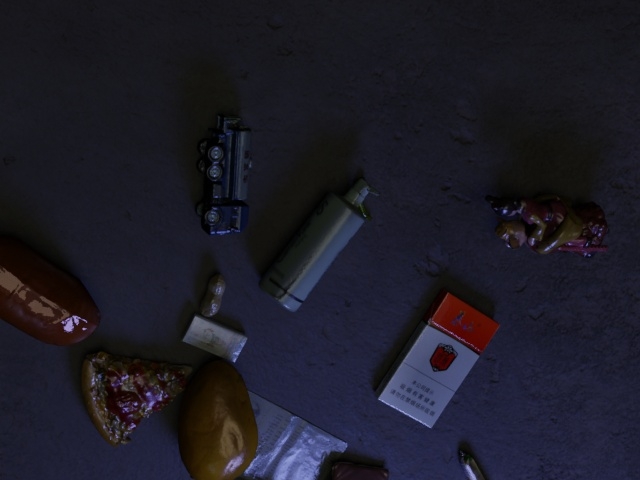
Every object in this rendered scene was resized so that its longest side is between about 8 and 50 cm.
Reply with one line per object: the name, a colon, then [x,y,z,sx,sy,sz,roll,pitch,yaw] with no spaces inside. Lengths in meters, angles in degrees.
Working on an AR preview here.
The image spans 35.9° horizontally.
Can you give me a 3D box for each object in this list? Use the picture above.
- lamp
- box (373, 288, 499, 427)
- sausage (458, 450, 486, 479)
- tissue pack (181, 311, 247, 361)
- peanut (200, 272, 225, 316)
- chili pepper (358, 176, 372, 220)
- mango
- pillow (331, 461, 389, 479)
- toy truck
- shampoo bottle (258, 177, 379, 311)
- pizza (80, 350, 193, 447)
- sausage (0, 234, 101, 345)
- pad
lamp: [0.405,-0.026,1.818,0.253,0.118,0.118,2,105,-22]
box: [0.222,0.227,1.885,0.139,0.035,0.245,32,96,-20]
sausage: [0.341,0.527,2.000,0.032,0.033,0.269,-32,110,-4]
tissue pack: [-0.189,0.174,1.771,0.108,0.023,0.056,25,98,-19]
peanut: [-0.189,0.096,1.744,0.037,0.037,0.083,10,104,-17]
chili pepper: [0.077,-0.073,1.774,0.030,0.017,0.083,-9,106,-13]
mango: [-0.180,0.326,1.767,0.147,0.109,0.227,9,96,16]
pillow: [0.072,0.543,1.882,0.126,0.043,0.233,9,73,-26]
toy truck: [-0.162,-0.112,1.678,0.088,0.074,0.202,-2,105,-23]
shampoo bottle: [0.000,0.000,1.738,0.085,0.085,0.262,36,94,-20]
pizza: [-0.318,0.265,1.744,0.198,0.062,0.188,-19,111,-10]
sausage: [-0.479,0.083,1.617,0.258,0.133,0.133,38,93,-21]
pad: [-0.092,0.394,1.865,0.265,0.009,0.160,31,95,-20]
